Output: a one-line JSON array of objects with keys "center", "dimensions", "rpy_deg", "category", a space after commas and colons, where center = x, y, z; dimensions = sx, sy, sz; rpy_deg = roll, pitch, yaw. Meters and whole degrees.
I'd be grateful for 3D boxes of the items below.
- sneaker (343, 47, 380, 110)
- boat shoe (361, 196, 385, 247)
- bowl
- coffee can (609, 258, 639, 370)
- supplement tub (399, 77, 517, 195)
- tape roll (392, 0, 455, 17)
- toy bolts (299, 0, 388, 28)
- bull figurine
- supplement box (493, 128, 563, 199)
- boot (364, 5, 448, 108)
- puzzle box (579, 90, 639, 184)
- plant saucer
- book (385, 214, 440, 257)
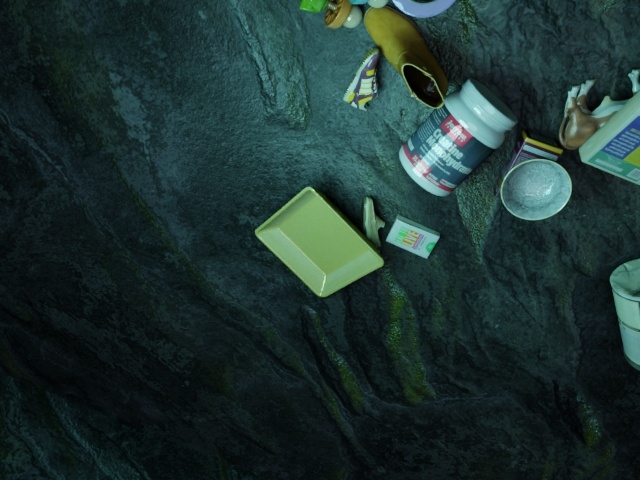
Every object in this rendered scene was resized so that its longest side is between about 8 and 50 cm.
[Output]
[{"center": [0.133, -0.435, 1.392], "dimensions": [0.083, 0.070, 0.185], "rpy_deg": [28, 145, -6], "category": "sneaker"}, {"center": [0.168, -0.056, 1.617], "dimensions": [0.072, 0.068, 0.190], "rpy_deg": [-3, 129, 3], "category": "boat shoe"}, {"center": [0.559, -0.146, 1.344], "dimensions": [0.169, 0.080, 0.170], "rpy_deg": [6, 120, 11], "category": "bowl"}, {"center": [0.959, 0.215, 1.462], "dimensions": [0.201, 0.202, 0.276], "rpy_deg": [-15, 114, 22], "category": "coffee can"}, {"center": [0.359, -0.269, 1.362], "dimensions": [0.191, 0.191, 0.272], "rpy_deg": [37, 122, -7], "category": "supplement tub"}, {"center": [0.257, -0.646, 1.244], "dimensions": [0.188, 0.080, 0.189], "rpy_deg": [7, 120, 13], "category": "tape roll"}, {"center": [0.078, -0.634, 1.249], "dimensions": [0.158, 0.228, 0.219], "rpy_deg": [15, 102, -24], "category": "toy bolts"}, {"center": [0.760, -0.321, 1.276], "dimensions": [0.310, 0.101, 0.189], "rpy_deg": [-10, 108, 14], "category": "bull figurine"}, {"center": [0.566, -0.194, 1.411], "dimensions": [0.104, 0.081, 0.188], "rpy_deg": [21, 122, 3], "category": "supplement box"}, {"center": [0.213, -0.464, 1.280], "dimensions": [0.295, 0.211, 0.104], "rpy_deg": [42, 120, -10], "category": "boot"}, {"center": [0.883, -0.227, 1.224], "dimensions": [0.408, 0.052, 0.272], "rpy_deg": [19, 142, -11], "category": "puzzle box"}, {"center": [0.000, 0.000, 1.645], "dimensions": [0.333, 0.081, 0.332], "rpy_deg": [45, 135, -11], "category": "plant saucer"}, {"center": [0.291, -0.011, 1.624], "dimensions": [0.144, 0.035, 0.096], "rpy_deg": [23, 126, 1], "category": "book"}]
